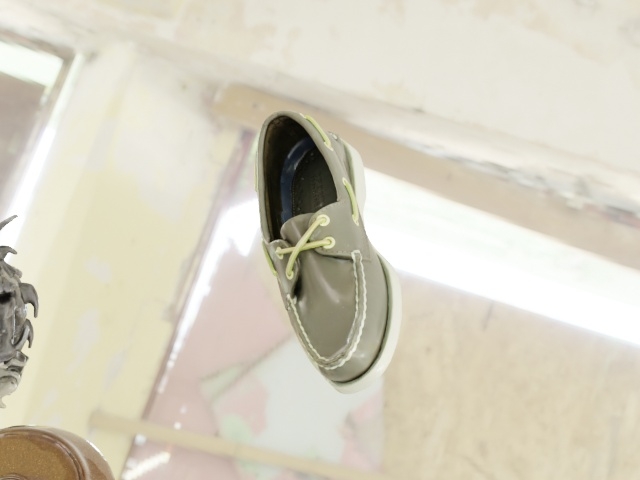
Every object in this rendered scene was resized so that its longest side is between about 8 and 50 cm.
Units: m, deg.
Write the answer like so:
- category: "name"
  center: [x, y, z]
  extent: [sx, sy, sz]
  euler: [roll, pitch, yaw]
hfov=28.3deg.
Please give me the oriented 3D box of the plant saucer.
- category: "plant saucer"
  center: [-0.246, 0.212, 1.008]
  extent: [0.169, 0.168, 0.029]
  euler: [15, -36, 18]

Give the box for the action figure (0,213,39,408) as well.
- category: "action figure"
  center: [-0.347, 0.113, 1.244]
  extent: [0.141, 0.275, 0.164]
  euler: [-1, 5, -16]

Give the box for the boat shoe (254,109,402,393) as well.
- category: "boat shoe"
  center: [-0.004, 0.002, 1.151]
  extent: [0.109, 0.305, 0.091]
  euler: [-33, -48, 22]
